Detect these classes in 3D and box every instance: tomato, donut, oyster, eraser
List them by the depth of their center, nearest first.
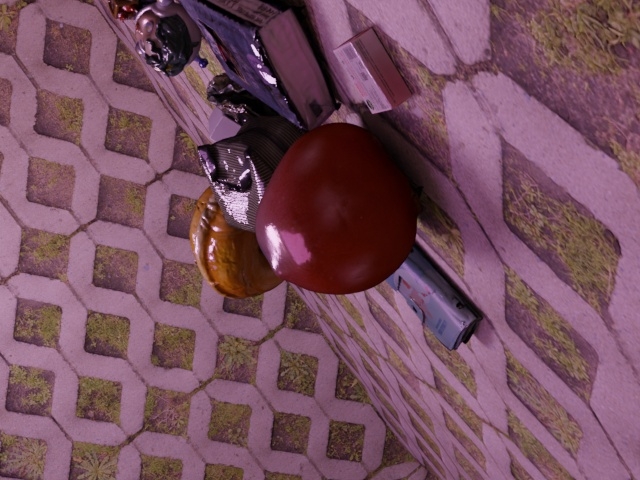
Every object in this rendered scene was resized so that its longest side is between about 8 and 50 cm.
[{"bbox_3d":[0.025,-0.047,1.384,0.321,0.321,0.321,51,169,14],"label":"tomato"},{"bbox_3d":[-0.214,-0.376,1.982,0.267,0.112,0.198,31,177,46],"label":"oyster"},{"bbox_3d":[-0.190,-0.034,2.150,0.198,0.449,0.449,24,154,32],"label":"donut"},{"bbox_3d":[-0.272,-0.336,2.151,0.078,0.076,0.298,30,-168,-18],"label":"eraser"}]

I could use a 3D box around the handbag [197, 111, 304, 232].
[{"bbox_3d":[-0.131,-0.171,1.800,0.340,0.247,0.240,12,141,48],"label":"handbag"}]

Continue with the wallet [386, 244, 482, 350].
[{"bbox_3d":[0.241,0.117,1.636,0.250,0.075,0.176,49,162,21],"label":"wallet"}]

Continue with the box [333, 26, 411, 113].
[{"bbox_3d":[0.081,-0.265,1.172,0.125,0.043,0.089,56,169,-15],"label":"box"}]

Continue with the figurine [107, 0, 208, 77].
[{"bbox_3d":[-0.457,-0.618,2.032,0.382,0.186,0.261,58,159,9],"label":"figurine"}]

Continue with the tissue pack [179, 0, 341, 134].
[{"bbox_3d":[-0.127,-0.388,1.482,0.361,0.122,0.259,41,167,43],"label":"tissue pack"}]
